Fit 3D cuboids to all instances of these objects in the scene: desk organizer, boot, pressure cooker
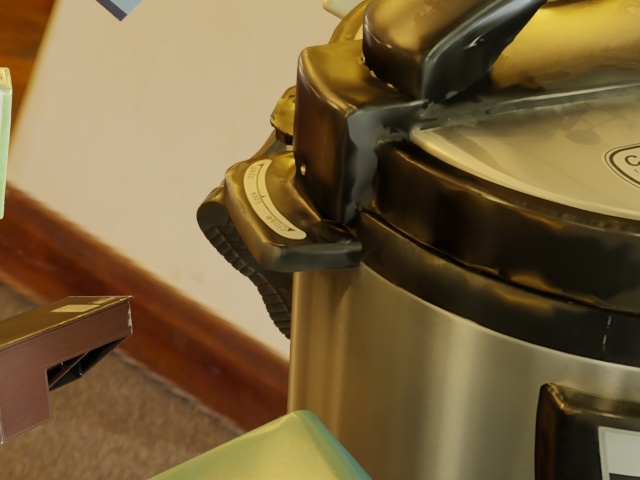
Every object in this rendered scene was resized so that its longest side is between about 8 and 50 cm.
[{"bbox_3d":[-0.155,0.068,0.775,0.047,0.050,0.130,-1,10,27],"label":"desk organizer"},{"bbox_3d":[0.000,0.000,1.194,0.198,0.077,0.137,54,47,-22],"label":"boot"},{"bbox_3d":[0.158,0.022,0.777,0.375,0.420,0.370,18,33,22],"label":"pressure cooker"}]

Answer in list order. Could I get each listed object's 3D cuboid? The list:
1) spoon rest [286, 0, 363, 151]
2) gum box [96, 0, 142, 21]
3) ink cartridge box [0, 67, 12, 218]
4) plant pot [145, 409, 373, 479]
[{"bbox_3d":[0.032,-0.106,1.031,0.084,0.276,0.137,33,72,6],"label":"spoon rest"},{"bbox_3d":[-0.204,-0.311,1.295,0.157,0.041,0.184,40,42,-20],"label":"gum box"},{"bbox_3d":[-0.448,-0.100,1.488,0.235,0.171,0.056,0,38,-19],"label":"ink cartridge box"},{"bbox_3d":[0.000,0.198,0.539,0.165,0.166,0.234,55,12,-54],"label":"plant pot"}]
